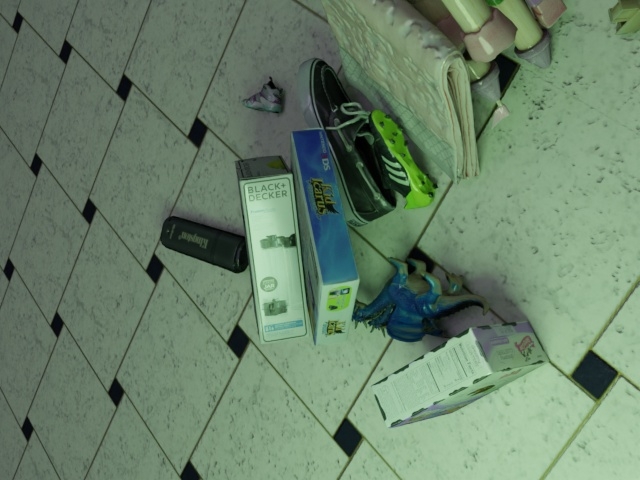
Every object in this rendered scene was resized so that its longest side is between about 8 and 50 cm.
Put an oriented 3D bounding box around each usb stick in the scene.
[{"bbox_3d":[-0.245,0.006,1.624,0.278,0.045,0.077,16,99,43],"label":"usb stick"}]

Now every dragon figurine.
[{"bbox_3d":[0.156,0.113,1.209,0.289,0.085,0.144,22,104,47],"label":"dragon figurine"}]

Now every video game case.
[{"bbox_3d":[0.000,0.000,1.240,0.244,0.061,0.270,97,164,-62],"label":"video game case"}]

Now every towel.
[{"bbox_3d":[0.105,-0.263,1.141,0.053,0.317,0.332,-37,60,-5],"label":"towel"}]

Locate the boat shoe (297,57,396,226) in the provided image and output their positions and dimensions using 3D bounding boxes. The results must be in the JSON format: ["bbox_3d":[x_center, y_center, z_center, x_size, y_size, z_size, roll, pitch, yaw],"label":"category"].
[{"bbox_3d":[0.051,-0.181,1.314,0.105,0.113,0.306,-24,74,35],"label":"boat shoe"}]

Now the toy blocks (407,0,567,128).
[{"bbox_3d":[0.260,-0.352,1.085,0.288,0.260,0.309,-46,27,-2],"label":"toy blocks"}]

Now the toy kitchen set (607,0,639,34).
[{"bbox_3d":[0.413,-0.321,1.016,0.068,0.083,0.075,109,152,-76],"label":"toy kitchen set"}]

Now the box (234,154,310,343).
[{"bbox_3d":[-0.085,0.011,1.333,0.169,0.087,0.290,-120,22,-72],"label":"box"}]

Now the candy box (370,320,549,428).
[{"bbox_3d":[0.200,0.192,1.110,0.196,0.164,0.070,-38,64,34],"label":"candy box"}]

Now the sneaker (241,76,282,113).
[{"bbox_3d":[-0.111,-0.291,1.527,0.098,0.038,0.069,15,96,33],"label":"sneaker"}]

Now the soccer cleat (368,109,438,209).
[{"bbox_3d":[0.117,-0.124,1.233,0.072,0.060,0.179,-21,110,39],"label":"soccer cleat"}]
